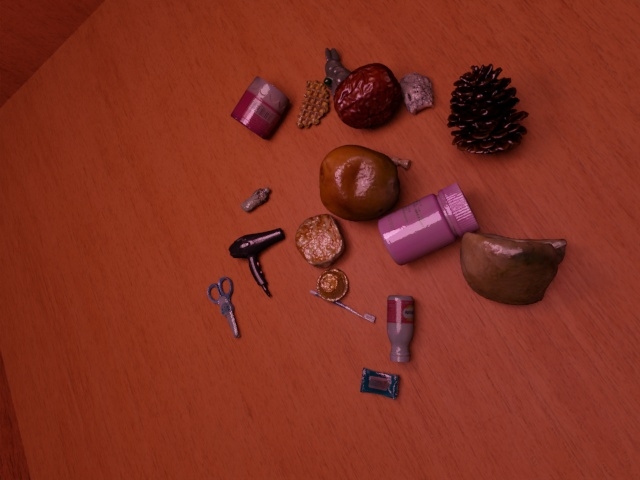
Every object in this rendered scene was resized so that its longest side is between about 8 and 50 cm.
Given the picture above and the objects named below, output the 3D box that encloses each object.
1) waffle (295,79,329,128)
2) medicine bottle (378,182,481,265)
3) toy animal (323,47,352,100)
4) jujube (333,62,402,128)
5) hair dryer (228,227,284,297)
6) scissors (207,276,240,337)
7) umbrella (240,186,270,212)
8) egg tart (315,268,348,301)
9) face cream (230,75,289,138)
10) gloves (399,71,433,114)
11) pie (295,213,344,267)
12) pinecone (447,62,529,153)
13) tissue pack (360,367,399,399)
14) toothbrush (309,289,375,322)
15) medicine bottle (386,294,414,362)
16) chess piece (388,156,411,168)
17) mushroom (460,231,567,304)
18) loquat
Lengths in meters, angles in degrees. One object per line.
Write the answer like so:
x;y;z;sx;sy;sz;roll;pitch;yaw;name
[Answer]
-0.039;-0.552;1.849;0.160;0.046;0.192;-19;73;20;waffle
0.353;-0.052;1.511;0.290;0.178;0.178;-27;71;17;medicine bottle
0.069;-0.647;1.799;0.138;0.108;0.236;-1;51;-17;toy animal
0.171;-0.511;1.656;0.232;0.213;0.213;-29;70;26;jujube
-0.223;0.094;1.819;0.235;0.091;0.272;-20;86;10;hair dryer
-0.381;0.277;1.865;0.125;0.030;0.256;-32;67;18;scissors
-0.263;-0.169;1.879;0.143;0.062;0.067;-39;37;14;umbrella
0.040;0.159;1.678;0.128;0.049;0.129;-6;67;16;egg tart
-0.243;-0.537;1.867;0.175;0.175;0.195;39;97;25;face cream
0.348;-0.539;1.657;0.114;0.070;0.153;-21;71;20;gloves
0.000;0.000;1.712;0.178;0.084;0.205;-32;68;15;pie
0.519;-0.410;1.445;0.246;0.292;0.246;-18;33;13;pinecone
0.202;0.490;1.568;0.138;0.028;0.085;4;79;30;tissue pack
0.077;0.233;1.672;0.275;0.019;0.025;22;85;26;toothbrush
0.267;0.294;1.536;0.090;0.090;0.217;-2;81;24;medicine bottle
0.280;-0.287;1.666;0.092;0.035;0.035;22;90;29;chess piece
0.578;0.095;1.358;0.291;0.212;0.218;3;95;-3;mushroom
0.133;-0.201;1.600;0.283;0.276;0.276;-2;80;5;loquat
